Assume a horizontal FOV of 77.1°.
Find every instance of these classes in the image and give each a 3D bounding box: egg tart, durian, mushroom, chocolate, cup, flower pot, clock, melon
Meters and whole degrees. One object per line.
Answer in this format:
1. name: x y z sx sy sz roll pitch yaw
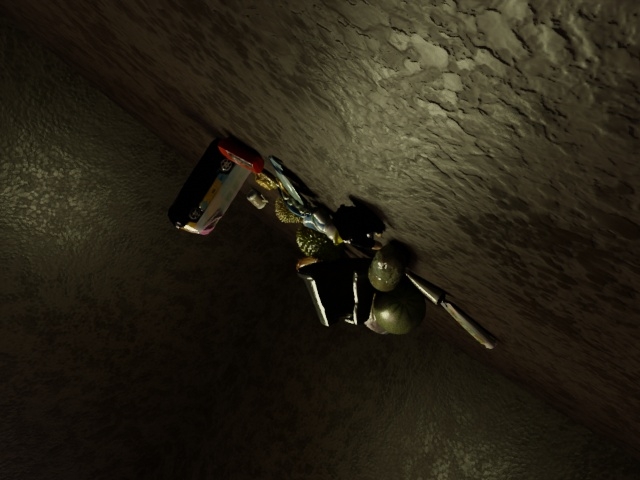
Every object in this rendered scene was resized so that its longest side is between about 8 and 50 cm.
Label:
1. egg tart: -0.226 -0.247 1.639 0.130 0.052 0.130 34 176 2
2. durian: 0.002 0.003 1.806 0.236 0.177 0.200 16 -177 37
3. mushroom: -0.006 0.096 2.115 0.195 0.283 0.264 11 -127 -41
4. chocolate: 0.395 0.412 2.530 0.302 0.213 0.303 26 -147 -18
5. durian: -0.135 -0.119 1.902 0.208 0.103 0.146 33 168 -12
6. cup: -0.357 -0.233 2.287 0.102 0.074 0.099 28 170 45
7. flower pot: 0.098 0.221 1.755 0.378 0.252 0.379 -7 -174 1
8. clock: -0.281 -0.308 1.457 0.155 0.061 0.113 31 173 9
9. melon: 0.355 0.301 1.812 0.237 0.238 0.302 33 169 16

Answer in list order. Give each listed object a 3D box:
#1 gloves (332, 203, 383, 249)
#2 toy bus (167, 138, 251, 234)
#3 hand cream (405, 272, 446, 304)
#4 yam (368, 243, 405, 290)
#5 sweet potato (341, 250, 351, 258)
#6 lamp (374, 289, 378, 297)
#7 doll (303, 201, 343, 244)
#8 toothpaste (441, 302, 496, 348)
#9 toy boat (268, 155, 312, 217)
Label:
1. gloves: 0.131 -0.042 1.211 0.180 0.107 0.129 1 -159 -44
2. toy bus: -0.439 -0.199 1.621 0.171 0.387 0.162 30 177 43
3. hand cream: 0.408 0.185 1.556 0.186 0.054 0.087 38 -179 39
4. yam: 0.235 0.093 1.421 0.133 0.133 0.330 33 170 14
5. sweet potato: 0.190 0.166 2.098 0.314 0.066 0.072 52 146 8
6. lamp: 0.236 0.185 1.967 0.185 0.161 0.161 31 173 48
7. doll: 0.023 -0.058 1.530 0.240 0.098 0.135 31 133 26
8. toothpaste: 0.616 0.351 1.680 0.314 0.058 0.056 41 -144 -15
9. toy boat: -0.113 -0.199 1.420 0.220 0.067 0.291 48 167 32
